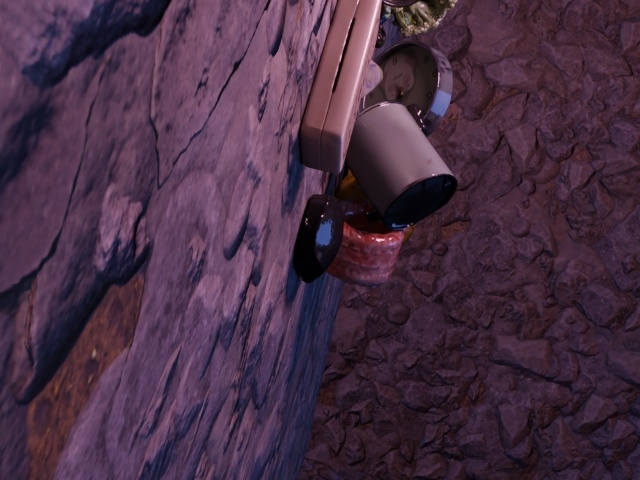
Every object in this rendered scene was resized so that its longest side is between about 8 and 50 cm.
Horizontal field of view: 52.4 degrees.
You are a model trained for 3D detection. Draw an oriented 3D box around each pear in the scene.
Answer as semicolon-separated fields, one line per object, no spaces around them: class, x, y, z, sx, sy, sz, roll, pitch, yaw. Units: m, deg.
pear;0.166;-0.094;1.997;0.281;0.280;0.281;13;90;-84

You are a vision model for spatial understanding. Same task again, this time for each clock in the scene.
clock;0.236;-0.422;1.888;0.066;0.319;0.319;13;90;-43

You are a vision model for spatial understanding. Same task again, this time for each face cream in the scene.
face cream;0.116;-0.433;1.714;0.224;0.070;0.114;-48;134;-71

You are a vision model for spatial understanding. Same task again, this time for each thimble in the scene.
thimble;0.104;0.000;1.766;0.239;0.239;0.162;-67;173;-61

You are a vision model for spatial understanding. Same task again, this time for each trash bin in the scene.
trash bin;0.195;-0.195;1.694;0.262;0.277;0.217;60;-2;26

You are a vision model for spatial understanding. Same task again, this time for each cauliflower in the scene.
cauliflower;0.243;-0.713;1.829;0.250;0.275;0.272;-34;-173;-26

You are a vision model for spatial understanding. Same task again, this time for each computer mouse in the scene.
computer mouse;0.005;0.001;1.481;0.295;0.087;0.168;92;9;-73

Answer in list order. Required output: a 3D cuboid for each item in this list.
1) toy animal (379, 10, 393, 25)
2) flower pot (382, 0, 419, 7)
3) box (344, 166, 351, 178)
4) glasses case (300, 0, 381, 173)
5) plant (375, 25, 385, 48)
toy animal;0.225;-0.742;2.058;0.179;0.089;0.188;-60;175;3
flower pot;0.205;-0.688;1.646;0.157;0.157;0.107;94;-2;-58
box;0.159;-0.250;2.216;0.247;0.033;0.129;-20;135;-46
glasses case;0.041;-0.299;1.196;0.144;0.076;0.336;86;17;-70
plant;0.166;-0.603;1.899;0.102;0.051;0.051;53;50;-77
